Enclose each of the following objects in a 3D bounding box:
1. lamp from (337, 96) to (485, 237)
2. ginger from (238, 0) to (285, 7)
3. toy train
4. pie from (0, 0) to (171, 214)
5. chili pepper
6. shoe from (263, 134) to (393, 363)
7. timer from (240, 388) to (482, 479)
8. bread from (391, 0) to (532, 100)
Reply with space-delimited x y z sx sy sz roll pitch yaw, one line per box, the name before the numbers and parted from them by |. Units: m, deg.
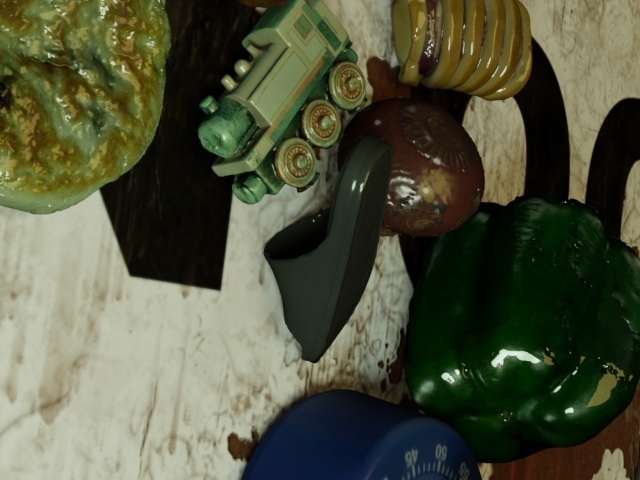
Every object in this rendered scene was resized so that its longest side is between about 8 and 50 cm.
lamp | 0.087 -0.065 1.102 0.157 0.135 0.156 24 39 -20
ginger | -0.090 -0.345 0.896 0.133 0.107 0.309 -68 158 -71
toy train | -0.038 -0.128 0.999 0.125 0.080 0.194 48 59 -25
pie | -0.209 -0.138 0.820 0.240 0.054 0.241 -4 96 -47
chili pepper | 0.207 0.096 1.147 0.233 0.248 0.257 42 45 -16
shoe | 0.000 0.000 1.027 0.108 0.093 0.241 -51 160 -51
timer | 0.136 0.287 0.970 0.270 0.383 0.270 -2 93 -49
bread | 0.159 -0.231 1.208 0.225 0.081 0.134 1 91 -49
